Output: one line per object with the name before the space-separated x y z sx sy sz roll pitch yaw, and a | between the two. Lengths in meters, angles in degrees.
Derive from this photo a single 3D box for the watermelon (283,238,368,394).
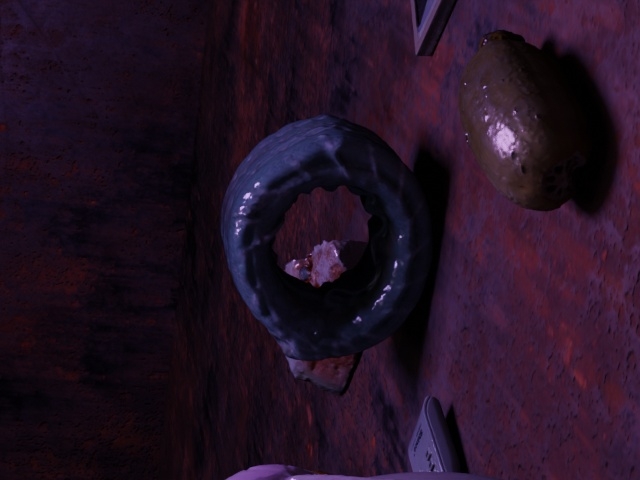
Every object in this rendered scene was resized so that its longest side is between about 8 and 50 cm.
watermelon | 0.011 0.071 1.562 0.241 0.094 0.154 120 144 -58

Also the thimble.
thimble | 0.000 0.000 1.333 0.143 0.198 0.235 -119 41 -71

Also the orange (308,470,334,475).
orange | -0.016 0.320 1.465 0.156 0.134 0.156 -164 90 -83

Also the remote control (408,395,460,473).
remote control | 0.106 0.212 1.178 0.162 0.029 0.061 -105 20 -44

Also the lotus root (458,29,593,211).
lotus root | 0.142 -0.093 0.999 0.183 0.077 0.090 -103 21 -49

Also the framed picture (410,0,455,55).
framed picture | 0.120 -0.295 1.312 0.203 0.015 0.150 113 158 -56

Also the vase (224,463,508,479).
vase | -0.031 0.252 0.826 0.250 0.445 0.250 -176 90 -79
